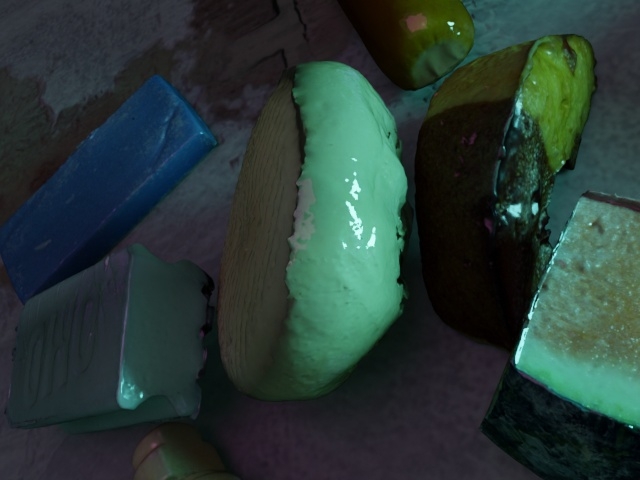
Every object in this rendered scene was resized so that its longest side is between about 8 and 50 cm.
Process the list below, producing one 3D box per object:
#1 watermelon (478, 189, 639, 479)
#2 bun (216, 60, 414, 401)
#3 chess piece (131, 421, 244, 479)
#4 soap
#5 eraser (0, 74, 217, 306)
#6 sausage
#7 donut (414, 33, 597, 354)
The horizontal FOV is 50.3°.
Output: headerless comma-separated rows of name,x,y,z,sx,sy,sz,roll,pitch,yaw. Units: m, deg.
watermelon,0.244,0.061,0.431,0.318,0.148,0.226,-18,68,14
bun,0.000,0.000,0.587,0.287,0.146,0.288,-168,90,-74
chess piece,-0.049,0.304,0.526,0.117,0.117,0.397,-45,52,3
soap,-0.218,0.106,0.670,0.261,0.094,0.150,-21,56,42
eraser,-0.276,-0.062,0.855,0.312,0.042,0.144,-43,54,5
sausage,0.070,-0.273,0.729,0.105,0.105,0.275,-32,57,13
donut,0.139,-0.057,0.568,0.112,0.151,0.295,1,69,39
